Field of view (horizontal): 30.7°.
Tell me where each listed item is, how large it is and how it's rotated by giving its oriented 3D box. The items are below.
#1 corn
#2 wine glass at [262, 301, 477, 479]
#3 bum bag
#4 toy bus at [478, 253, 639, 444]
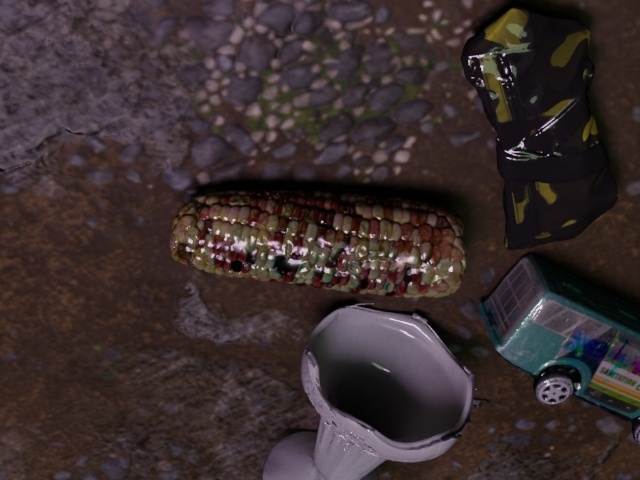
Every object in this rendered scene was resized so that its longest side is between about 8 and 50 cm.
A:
[{"bbox_3d":[0.000,0.000,0.991,0.253,0.086,0.086,5,127,-4],"label":"corn"},{"bbox_3d":[0.032,0.179,1.087,0.164,0.165,0.196,16,129,-15],"label":"wine glass"},{"bbox_3d":[0.179,-0.089,0.946,0.106,0.060,0.233,-18,129,0],"label":"bum bag"},{"bbox_3d":[0.272,0.109,1.089,0.261,0.091,0.109,24,116,-22],"label":"toy bus"}]
